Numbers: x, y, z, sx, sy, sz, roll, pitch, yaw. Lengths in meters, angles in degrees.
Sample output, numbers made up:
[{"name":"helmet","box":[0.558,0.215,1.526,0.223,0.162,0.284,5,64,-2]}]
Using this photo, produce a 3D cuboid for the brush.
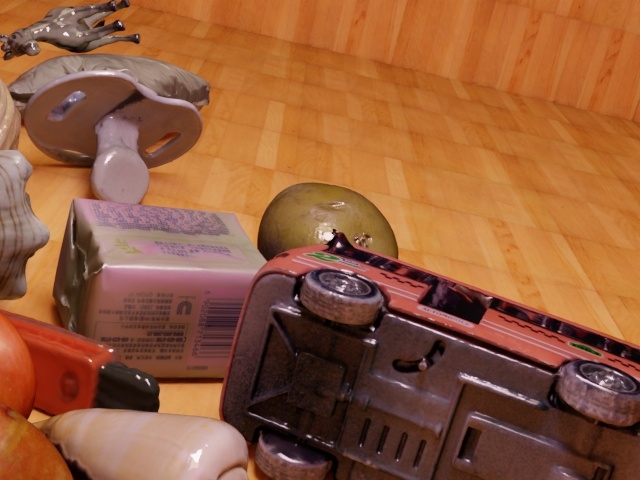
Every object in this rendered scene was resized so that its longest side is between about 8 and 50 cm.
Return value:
[{"name":"brush","box":[-0.297,0.107,0.971,0.323,0.070,0.051,18,17,14]}]

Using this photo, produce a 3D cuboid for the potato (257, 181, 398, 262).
[{"name":"potato","box":[0.000,0.000,1.312,0.174,0.159,0.251,31,4,-23]}]

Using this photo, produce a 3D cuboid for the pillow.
[{"name":"pillow","box":[-0.376,-0.256,1.755,0.283,0.138,0.310,8,15,15]}]

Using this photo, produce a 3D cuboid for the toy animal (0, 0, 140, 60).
[{"name":"toy animal","box":[-0.407,-0.359,1.692,0.170,0.090,0.255,-9,7,22]}]

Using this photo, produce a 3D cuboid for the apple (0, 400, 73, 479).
[{"name":"apple","box":[-0.253,0.188,0.626,0.196,0.196,0.196,12,21,-5]}]

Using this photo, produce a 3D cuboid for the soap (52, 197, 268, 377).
[{"name":"soap","box":[-0.174,0.050,1.091,0.199,0.138,0.182,4,24,-25]}]

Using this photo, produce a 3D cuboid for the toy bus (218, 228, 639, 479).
[{"name":"toy bus","box":[0.136,0.148,0.961,0.427,0.203,0.233,20,17,13]}]

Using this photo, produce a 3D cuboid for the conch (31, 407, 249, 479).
[{"name":"conch","box":[-0.149,0.204,0.789,0.255,0.127,0.158,4,40,43]}]

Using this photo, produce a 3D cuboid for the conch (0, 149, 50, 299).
[{"name":"conch","box":[-0.371,-0.034,1.023,0.169,0.203,0.386,-21,-8,-5]}]

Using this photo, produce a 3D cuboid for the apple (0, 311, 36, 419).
[{"name":"apple","box":[-0.314,0.118,0.819,0.139,0.163,0.163,56,23,-6]}]

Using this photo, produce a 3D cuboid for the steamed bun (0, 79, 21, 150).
[{"name":"steamed bun","box":[-0.523,-0.167,1.251,0.289,0.203,0.276,27,38,-10]}]

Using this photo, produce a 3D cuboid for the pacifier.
[{"name":"pacifier","box":[-0.305,-0.131,1.484,0.279,0.227,0.207,20,45,-47]}]
